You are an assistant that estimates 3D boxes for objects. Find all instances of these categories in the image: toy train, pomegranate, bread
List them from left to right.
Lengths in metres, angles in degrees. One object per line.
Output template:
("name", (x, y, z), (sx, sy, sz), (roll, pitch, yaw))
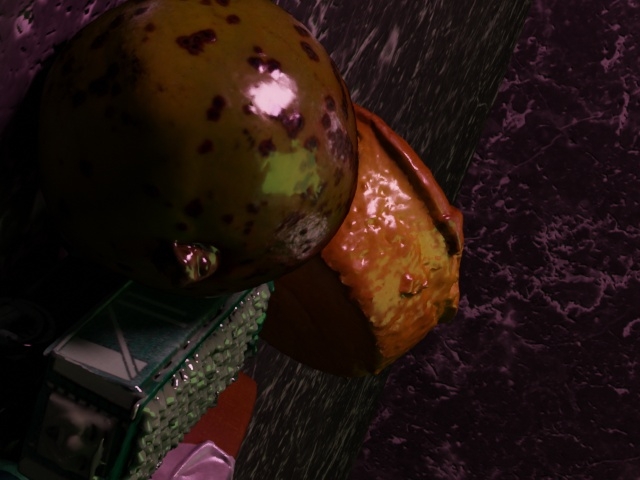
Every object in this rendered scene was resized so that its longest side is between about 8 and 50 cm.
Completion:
("toy train", (-0.138, 0.066, 1.015), (0.269, 0.154, 0.115), (-48, 162, -60))
("pomegranate", (-0.081, -0.068, 0.972), (0.198, 0.198, 0.246), (-68, -153, 13))
("bread", (0.000, 0.000, 1.305), (0.146, 0.268, 0.268), (-45, 162, -24))

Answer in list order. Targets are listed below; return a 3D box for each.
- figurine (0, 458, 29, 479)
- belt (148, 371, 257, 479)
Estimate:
("figurine", (-0.228, 0.174, 1.007), (0.114, 0.079, 0.114), (-38, 170, -8))
("belt", (-0.155, 0.201, 1.124), (0.217, 0.122, 0.338), (-48, -168, 39))
